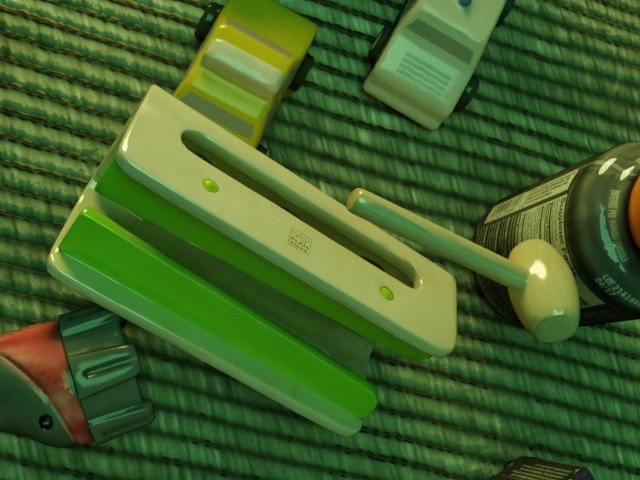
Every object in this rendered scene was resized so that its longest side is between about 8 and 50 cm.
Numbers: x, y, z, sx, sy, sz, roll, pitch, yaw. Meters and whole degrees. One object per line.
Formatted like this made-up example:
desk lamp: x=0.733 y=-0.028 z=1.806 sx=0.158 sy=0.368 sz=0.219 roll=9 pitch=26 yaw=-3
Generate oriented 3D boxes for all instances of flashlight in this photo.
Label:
flashlight: x=-0.274 y=0.132 z=0.602 sx=0.304 sy=0.103 sz=0.103 roll=-18 pitch=118 yaw=-15

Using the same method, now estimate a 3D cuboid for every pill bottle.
pill bottle: x=0.224 y=0.000 z=0.673 sx=0.130 sy=0.246 sz=0.130 roll=2 pitch=81 yaw=-14

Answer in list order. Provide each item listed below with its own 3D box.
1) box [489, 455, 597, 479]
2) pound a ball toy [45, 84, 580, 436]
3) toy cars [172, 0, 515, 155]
box: x=0.146 y=0.291 z=0.676 sx=0.207 sy=0.108 sz=0.153 roll=-31 pitch=90 yaw=-18
pound a ball toy: x=0.000 y=0.000 z=0.629 sx=0.319 sy=0.208 sz=0.135 roll=31 pitch=35 yaw=-16
toy cars: x=0.025 y=-0.164 z=0.732 sx=0.394 sy=0.087 sz=0.176 roll=-22 pitch=87 yaw=-17
